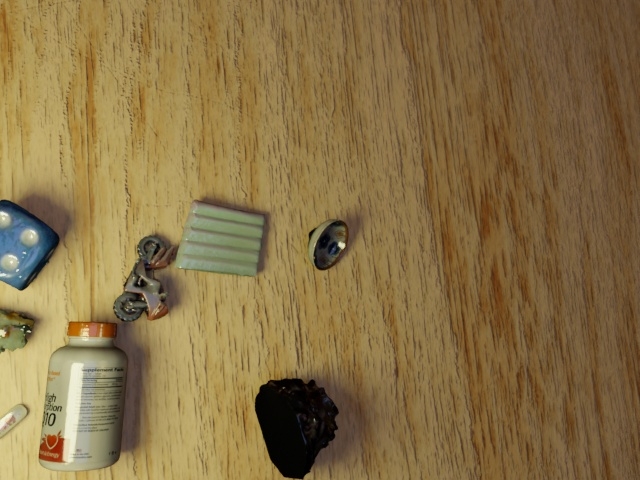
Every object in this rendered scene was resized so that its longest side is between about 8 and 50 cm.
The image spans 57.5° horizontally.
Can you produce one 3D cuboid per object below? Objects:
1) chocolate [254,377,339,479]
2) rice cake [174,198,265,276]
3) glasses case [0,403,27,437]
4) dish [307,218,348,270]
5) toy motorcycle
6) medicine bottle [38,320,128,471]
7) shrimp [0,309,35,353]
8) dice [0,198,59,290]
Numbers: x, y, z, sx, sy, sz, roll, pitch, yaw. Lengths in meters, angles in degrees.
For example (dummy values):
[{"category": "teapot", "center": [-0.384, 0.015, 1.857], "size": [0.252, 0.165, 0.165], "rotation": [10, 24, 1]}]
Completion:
[{"category": "chocolate", "center": [-0.024, 0.414, 1.376], "size": [0.177, 0.206, 0.224], "rotation": [-16, 83, -35]}, {"category": "rice cake", "center": [-0.238, -0.001, 1.421], "size": [0.198, 0.037, 0.190], "rotation": [17, 74, -25]}, {"category": "glasses case", "center": [-0.646, 0.374, 1.203], "size": [0.083, 0.021, 0.032], "rotation": [-43, 101, -23]}, {"category": "dish", "center": [0.000, 0.000, 1.517], "size": [0.141, 0.078, 0.141], "rotation": [-32, 135, -39]}, {"category": "toy motorcycle", "center": [-0.386, 0.094, 1.330], "size": [0.118, 0.084, 0.213], "rotation": [22, 61, -17]}, {"category": "medicine bottle", "center": [-0.485, 0.314, 1.208], "size": [0.156, 0.157, 0.289], "rotation": [6, 79, -22]}, {"category": "shrimp", "center": [-0.730, 0.244, 1.163], "size": [0.185, 0.068, 0.287], "rotation": [34, 72, -13]}, {"category": "dice", "center": [-0.635, 0.013, 1.199], "size": [0.146, 0.143, 0.146], "rotation": [36, 69, -14]}]
